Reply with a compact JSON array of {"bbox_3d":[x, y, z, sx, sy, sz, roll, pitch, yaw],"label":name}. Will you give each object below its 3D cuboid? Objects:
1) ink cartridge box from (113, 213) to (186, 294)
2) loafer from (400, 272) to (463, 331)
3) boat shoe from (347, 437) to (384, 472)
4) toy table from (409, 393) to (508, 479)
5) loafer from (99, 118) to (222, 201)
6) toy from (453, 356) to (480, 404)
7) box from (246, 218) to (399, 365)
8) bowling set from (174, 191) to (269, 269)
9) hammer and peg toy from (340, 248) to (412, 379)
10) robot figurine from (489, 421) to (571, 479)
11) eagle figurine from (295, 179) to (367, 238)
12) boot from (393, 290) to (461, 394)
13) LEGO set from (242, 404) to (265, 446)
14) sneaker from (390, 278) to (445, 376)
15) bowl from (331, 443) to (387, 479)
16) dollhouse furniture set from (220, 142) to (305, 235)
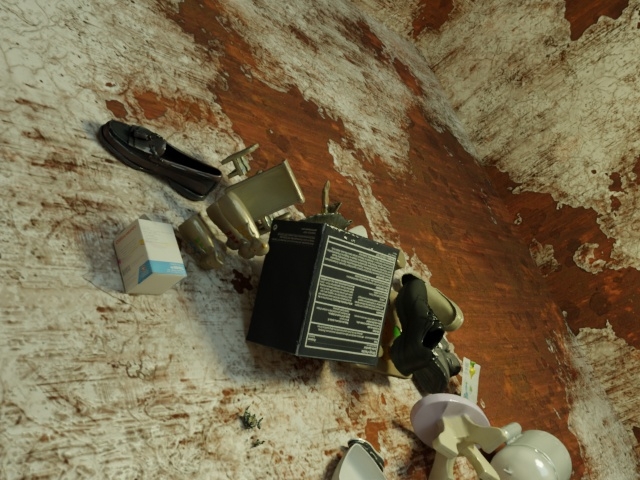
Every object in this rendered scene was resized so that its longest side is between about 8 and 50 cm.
[{"bbox_3d":[-0.350,0.027,1.321,0.090,0.092,0.143,11,52,-51],"label":"ink cartridge box"},{"bbox_3d":[0.342,0.194,2.086,0.268,0.102,0.092,41,8,39],"label":"loafer"},{"bbox_3d":[0.109,0.514,1.543,0.125,0.046,0.038,48,24,-28],"label":"boat shoe"},{"bbox_3d":[0.369,0.536,1.723,0.274,0.252,0.160,25,24,-24],"label":"toy table"},{"bbox_3d":[-0.366,-0.204,1.529,0.303,0.095,0.109,33,36,-34],"label":"loafer"},{"bbox_3d":[0.437,0.487,1.995,0.137,0.056,0.237,33,64,-49],"label":"toy"},{"bbox_3d":[0.010,0.126,1.535,0.296,0.183,0.293,19,80,-47],"label":"box"},{"bbox_3d":[-0.248,0.013,1.452,0.154,0.200,0.287,57,-13,-7],"label":"bowling set"},{"bbox_3d":[0.149,0.189,1.791,0.266,0.127,0.361,22,55,-44],"label":"hammer and peg toy"},{"bbox_3d":[0.630,0.694,1.955,0.354,0.200,0.299,-4,58,-57],"label":"robot figurine"},{"bbox_3d":[-0.011,0.002,1.755,0.226,0.225,0.298,61,17,-16],"label":"eagle figurine"},{"bbox_3d":[0.305,0.299,2.007,0.338,0.118,0.223,64,23,3],"label":"boot"},{"bbox_3d":[-0.142,0.384,1.338,0.054,0.023,0.083,18,59,-44],"label":"LEGO set"},{"bbox_3d":[0.269,0.219,1.707,0.109,0.130,0.286,37,44,-31],"label":"sneaker"},{"bbox_3d":[0.082,0.548,1.457,0.142,0.053,0.142,54,29,-4],"label":"bowl"},{"bbox_3d":[-0.130,-0.133,1.618,0.242,0.161,0.212,-87,153,-75],"label":"dollhouse furniture set"}]
